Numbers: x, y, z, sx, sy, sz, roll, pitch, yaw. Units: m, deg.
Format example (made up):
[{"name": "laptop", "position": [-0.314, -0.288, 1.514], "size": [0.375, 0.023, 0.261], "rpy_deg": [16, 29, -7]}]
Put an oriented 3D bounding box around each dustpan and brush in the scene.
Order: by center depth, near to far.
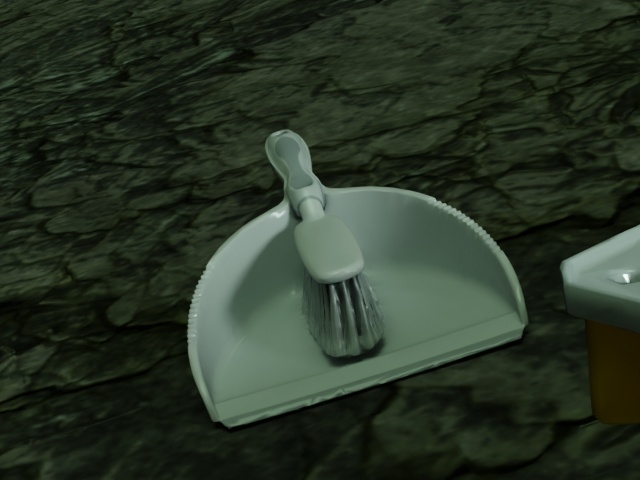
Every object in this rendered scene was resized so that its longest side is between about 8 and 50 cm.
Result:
[{"name": "dustpan and brush", "position": [0.000, 0.000, 0.755], "size": [0.147, 0.060, 0.211], "rpy_deg": [-17, 21, -3]}]

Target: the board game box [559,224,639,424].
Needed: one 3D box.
[{"name": "board game box", "position": [0.335, 0.008, 0.430], "size": [0.390, 0.050, 0.390], "rpy_deg": [-20, 23, -36]}]
